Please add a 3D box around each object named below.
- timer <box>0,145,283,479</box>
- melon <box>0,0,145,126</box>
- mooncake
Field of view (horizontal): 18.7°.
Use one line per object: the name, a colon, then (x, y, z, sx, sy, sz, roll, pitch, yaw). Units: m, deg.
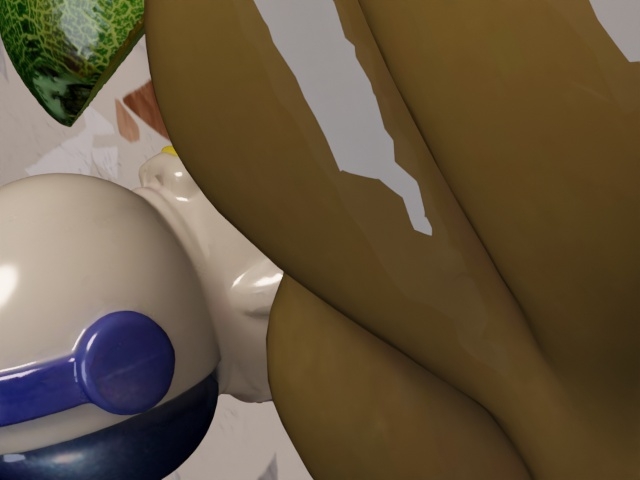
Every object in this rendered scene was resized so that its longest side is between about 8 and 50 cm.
timer: (0.000, 0.000, 0.855, 0.270, 0.383, 0.270, 49, 151, 39)
melon: (-0.162, -0.182, 1.291, 0.129, 0.169, 0.265, 33, 155, -7)
mooncake: (0.167, 0.013, 0.545, 0.467, 0.262, 0.467, 46, 160, 22)
